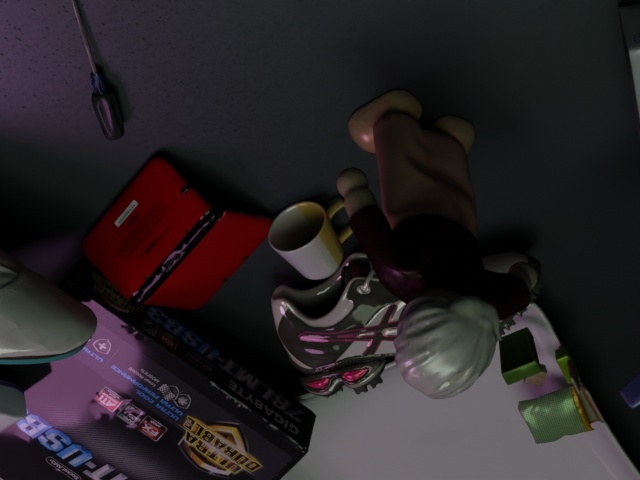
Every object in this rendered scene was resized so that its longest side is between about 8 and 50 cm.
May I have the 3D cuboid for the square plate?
[{"bbox_3d":[0.139,0.231,2.111,0.347,0.049,0.344,-23,124,16],"label":"square plate"}]

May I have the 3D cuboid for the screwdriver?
[{"bbox_3d":[-0.209,-0.167,1.820,0.024,0.025,0.170,-9,119,7],"label":"screwdriver"}]

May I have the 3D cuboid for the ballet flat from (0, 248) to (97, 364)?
[{"bbox_3d":[-0.410,0.030,1.874,0.400,0.139,0.139,7,129,11],"label":"ballet flat"}]

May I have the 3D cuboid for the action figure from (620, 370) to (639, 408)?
[{"bbox_3d":[0.394,0.015,1.809,0.341,0.178,0.330,-41,135,7],"label":"action figure"}]

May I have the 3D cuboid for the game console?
[{"bbox_3d":[-0.139,-0.006,1.944,0.124,0.085,0.144,46,119,5],"label":"game console"}]

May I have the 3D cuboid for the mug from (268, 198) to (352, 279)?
[{"bbox_3d":[-0.002,0.003,1.926,0.078,0.062,0.064,-17,134,20],"label":"mug"}]

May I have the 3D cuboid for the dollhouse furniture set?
[{"bbox_3d":[0.228,0.159,1.989,0.076,0.058,0.152,-22,123,14],"label":"dollhouse furniture set"}]

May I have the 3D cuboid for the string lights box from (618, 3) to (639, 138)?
[{"bbox_3d":[0.408,-0.163,1.789,0.259,0.077,0.133,-11,128,8],"label":"string lights box"}]

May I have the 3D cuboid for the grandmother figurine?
[{"bbox_3d":[0.101,0.009,1.751,0.208,0.342,0.104,17,126,-13],"label":"grandmother figurine"}]

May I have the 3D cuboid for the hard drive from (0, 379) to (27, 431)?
[{"bbox_3d":[-0.475,0.203,1.969,0.318,0.040,0.210,-31,147,33],"label":"hard drive"}]

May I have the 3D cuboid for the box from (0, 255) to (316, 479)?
[{"bbox_3d":[-0.206,0.202,2.040,0.295,0.073,0.293,36,119,-12],"label":"box"}]

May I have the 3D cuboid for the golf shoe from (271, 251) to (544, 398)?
[{"bbox_3d":[0.083,0.063,1.947,0.273,0.105,0.120,-22,120,16],"label":"golf shoe"}]
